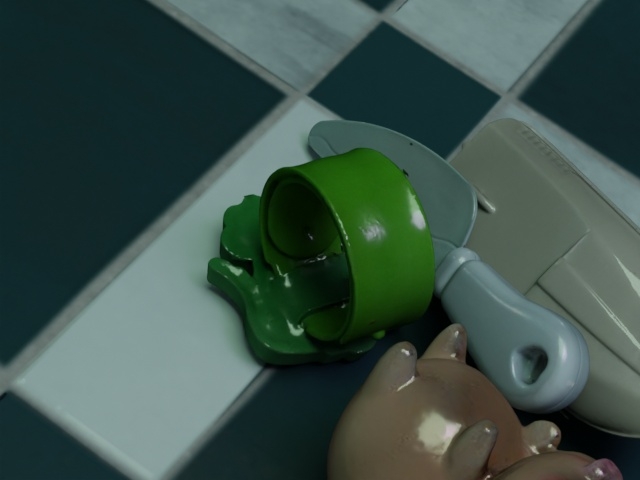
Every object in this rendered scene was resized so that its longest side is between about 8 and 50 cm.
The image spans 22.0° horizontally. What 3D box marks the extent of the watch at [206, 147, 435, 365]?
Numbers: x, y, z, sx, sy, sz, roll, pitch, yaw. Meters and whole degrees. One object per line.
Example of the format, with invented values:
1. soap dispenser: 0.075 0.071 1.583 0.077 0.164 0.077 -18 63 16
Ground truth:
1. watch: 0.000 0.000 1.163 0.131 0.152 0.165 -15 60 -25

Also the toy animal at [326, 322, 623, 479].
1. toy animal: 0.111 0.181 1.053 0.250 0.154 0.166 42 35 26

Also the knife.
1. knife: 0.088 -0.005 1.198 0.044 0.080 0.331 18 28 -47

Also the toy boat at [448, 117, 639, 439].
1. toy boat: 0.186 0.037 1.214 0.141 0.141 0.269 -29 65 -33
